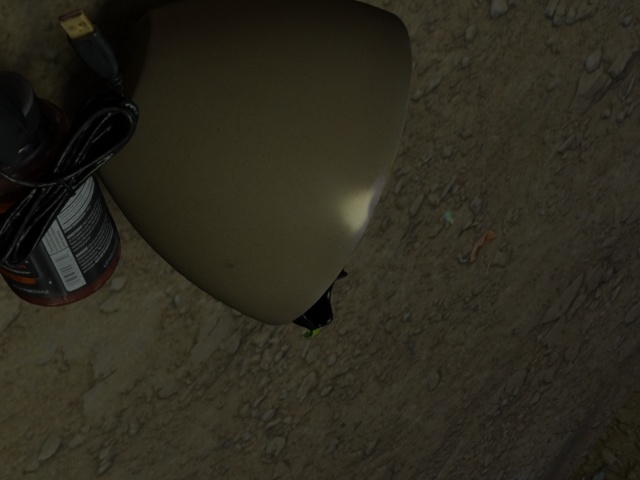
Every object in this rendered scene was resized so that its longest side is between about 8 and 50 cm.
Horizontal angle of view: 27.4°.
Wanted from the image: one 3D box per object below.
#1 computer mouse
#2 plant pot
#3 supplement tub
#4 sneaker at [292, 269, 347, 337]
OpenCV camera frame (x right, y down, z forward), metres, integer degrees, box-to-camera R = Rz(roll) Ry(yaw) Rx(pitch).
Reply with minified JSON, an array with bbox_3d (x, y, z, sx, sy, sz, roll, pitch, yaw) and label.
[{"bbox_3d":[-0.221,-0.093,0.881,0.184,0.060,0.262,-50,141,-8],"label":"computer mouse"},{"bbox_3d":[-0.079,-0.093,1.087,0.190,0.284,0.284,21,107,-20],"label":"plant pot"},{"bbox_3d":[-0.232,-0.042,1.045,0.106,0.106,0.198,-40,145,-20],"label":"supplement tub"},{"bbox_3d":[0.000,0.000,1.395,0.084,0.097,0.235,-25,139,-38],"label":"sneaker"}]
